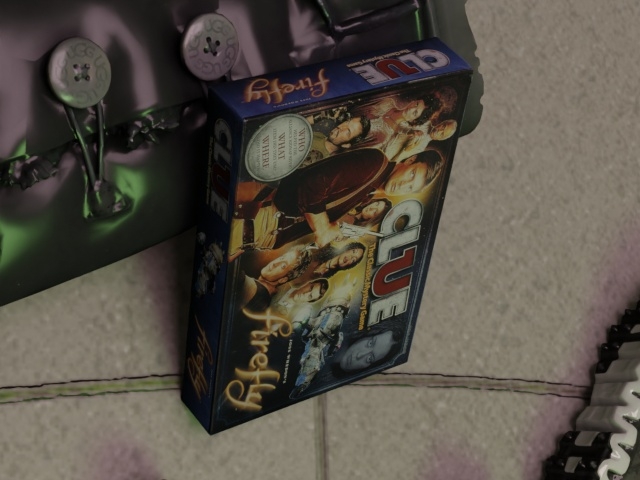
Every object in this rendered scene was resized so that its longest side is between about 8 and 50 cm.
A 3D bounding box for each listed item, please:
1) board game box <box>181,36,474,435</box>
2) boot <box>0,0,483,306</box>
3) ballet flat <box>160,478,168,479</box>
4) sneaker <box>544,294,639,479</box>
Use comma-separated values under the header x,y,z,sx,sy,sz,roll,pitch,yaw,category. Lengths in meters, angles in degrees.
x,y,z,sx,sy,sz,roll,pitch,yaw,category
0.000,0.000,0.853,0.165,0.042,0.243,-17,134,-30,board game box
-0.136,-0.173,0.820,0.445,0.146,0.367,-19,97,-23,boot
-0.092,0.267,0.829,0.073,0.080,0.232,-15,85,0,ballet flat
0.261,0.131,1.047,0.106,0.078,0.234,41,68,-20,sneaker
